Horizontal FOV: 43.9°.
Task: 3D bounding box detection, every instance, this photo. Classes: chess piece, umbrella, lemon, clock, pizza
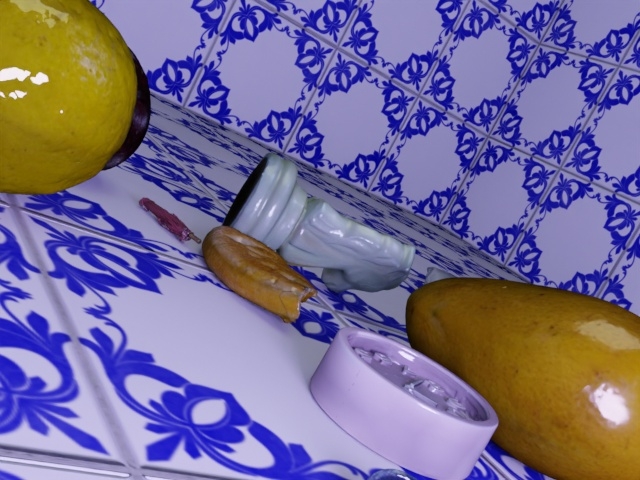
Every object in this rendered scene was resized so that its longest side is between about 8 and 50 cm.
[{"bbox_3d":[0.000,0.000,1.278,0.298,0.175,0.176,30,8,-12],"label":"chess piece"},{"bbox_3d":[-0.225,-0.029,1.187,0.165,0.027,0.025,34,-34,41],"label":"umbrella"},{"bbox_3d":[-0.364,-0.188,0.909,0.285,0.285,0.316,30,-10,15],"label":"lemon"},{"bbox_3d":[0.090,0.172,0.858,0.197,0.068,0.197,28,9,-5],"label":"clock"},{"bbox_3d":[-0.087,0.043,1.096,0.134,0.056,0.271,14,12,-47],"label":"pizza"}]

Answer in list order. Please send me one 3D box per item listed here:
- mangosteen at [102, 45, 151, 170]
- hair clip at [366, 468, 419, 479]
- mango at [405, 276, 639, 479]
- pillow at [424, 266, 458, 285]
[{"bbox_3d":[-0.390,-0.208,1.213,0.266,0.228,0.228,-12,-1,15],"label":"mangosteen"},{"bbox_3d":[0.153,0.258,0.676,0.275,0.048,0.083,28,6,-35],"label":"hair clip"},{"bbox_3d":[0.271,0.160,0.991,0.378,0.221,0.264,25,-1,38],"label":"mango"},{"bbox_3d":[0.336,0.146,1.719,0.254,0.078,0.144,26,19,-7],"label":"pillow"}]
